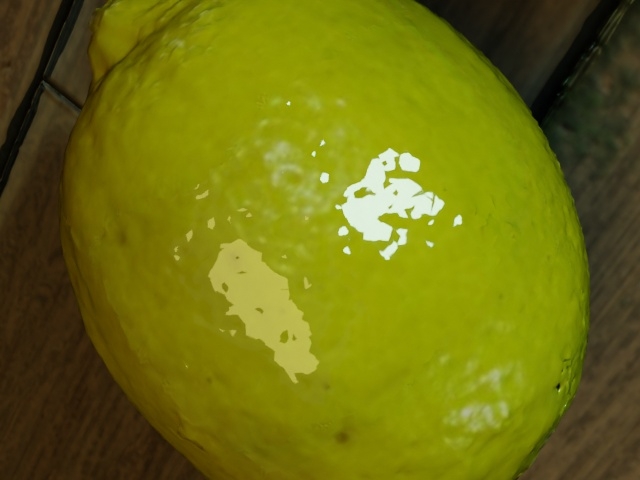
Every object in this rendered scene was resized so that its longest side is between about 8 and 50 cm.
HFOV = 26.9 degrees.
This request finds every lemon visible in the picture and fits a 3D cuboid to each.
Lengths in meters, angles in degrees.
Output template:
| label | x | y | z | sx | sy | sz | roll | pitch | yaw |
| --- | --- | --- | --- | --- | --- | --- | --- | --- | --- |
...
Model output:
| label | x | y | z | sx | sy | sz | roll | pitch | yaw |
| --- | --- | --- | --- | --- | --- | --- | --- | --- | --- |
| lemon | 0.003 | 0.004 | 0.615 | 0.236 | 0.236 | 0.263 | -3 | 110 | 30 |
